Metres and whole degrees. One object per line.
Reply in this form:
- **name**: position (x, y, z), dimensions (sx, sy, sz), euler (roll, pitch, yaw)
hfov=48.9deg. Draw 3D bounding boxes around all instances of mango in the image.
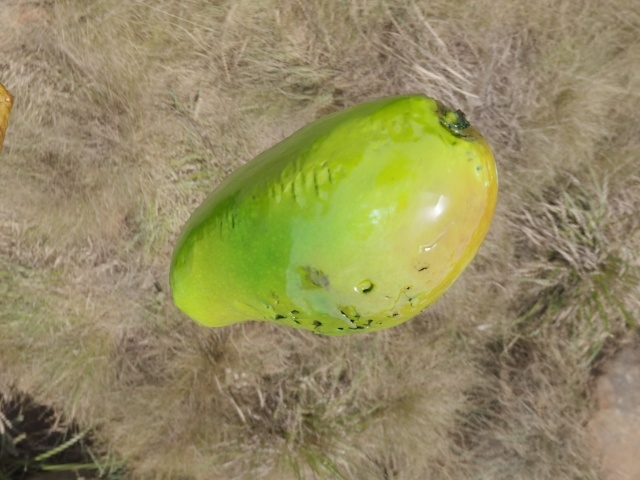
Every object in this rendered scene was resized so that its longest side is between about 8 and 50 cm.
- **mango**: position (0.000, 0.000, 0.417), dimensions (0.233, 0.125, 0.111), euler (-29, 165, 34)

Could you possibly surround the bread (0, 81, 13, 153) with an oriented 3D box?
- **bread**: position (-0.318, -0.030, 0.545), dimensions (0.105, 0.076, 0.233), euler (47, 113, 10)
